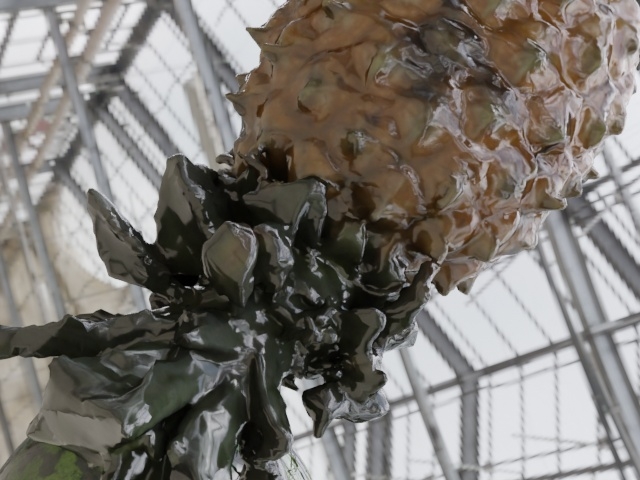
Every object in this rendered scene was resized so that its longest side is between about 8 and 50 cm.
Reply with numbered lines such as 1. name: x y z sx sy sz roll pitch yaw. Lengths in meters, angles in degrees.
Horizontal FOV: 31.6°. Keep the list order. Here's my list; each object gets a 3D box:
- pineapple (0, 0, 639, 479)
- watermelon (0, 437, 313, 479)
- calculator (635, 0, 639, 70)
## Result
1. pineapple: 0.000 0.000 0.455 0.169 0.340 0.169 27 -26 15
2. watermelon: -0.130 0.255 0.885 0.285 0.285 0.285 36 -47 51
3. calculator: 0.163 -0.248 0.714 0.166 0.028 0.274 43 -38 49
